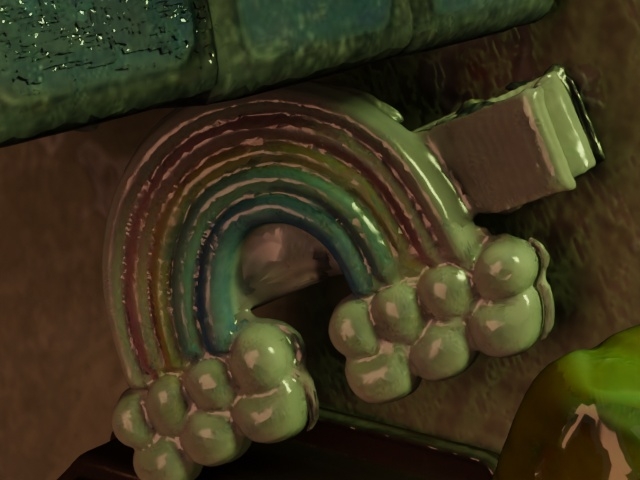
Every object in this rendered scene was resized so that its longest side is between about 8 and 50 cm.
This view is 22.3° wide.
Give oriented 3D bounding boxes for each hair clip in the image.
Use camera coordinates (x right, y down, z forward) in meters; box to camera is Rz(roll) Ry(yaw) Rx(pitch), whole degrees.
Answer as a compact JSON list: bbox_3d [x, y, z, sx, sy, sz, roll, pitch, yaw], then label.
[{"bbox_3d":[0.000,0.000,0.625,0.220,0.054,0.140,-23,96,17],"label":"hair clip"}]

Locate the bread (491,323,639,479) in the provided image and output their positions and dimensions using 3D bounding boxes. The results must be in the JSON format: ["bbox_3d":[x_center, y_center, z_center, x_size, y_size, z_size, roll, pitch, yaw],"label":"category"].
[{"bbox_3d":[0.103,0.202,0.555,0.166,0.112,0.383,17,109,3],"label":"bread"}]

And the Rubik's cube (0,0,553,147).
[{"bbox_3d":[-0.131,-0.190,0.574,0.304,0.305,0.301,0,103,41],"label":"Rubik's cube"}]

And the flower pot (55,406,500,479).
[{"bbox_3d":[-0.028,0.161,0.681,0.251,0.084,0.178,10,98,39],"label":"flower pot"}]
